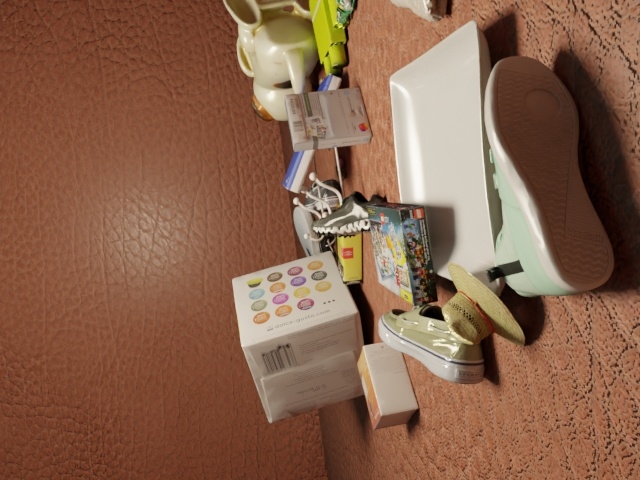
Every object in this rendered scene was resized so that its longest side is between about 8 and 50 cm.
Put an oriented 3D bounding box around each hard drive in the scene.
[{"bbox_3d":[-0.029,-0.293,1.517,0.210,0.040,0.318,-128,59,-79],"label":"hard drive"}]

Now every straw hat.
[{"bbox_3d":[0.199,0.103,0.727,0.144,0.061,0.144,52,174,8],"label":"straw hat"}]

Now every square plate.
[{"bbox_3d":[0.190,-0.112,0.825,0.347,0.049,0.343,-152,55,-79],"label":"square plate"}]

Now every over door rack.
[{"bbox_3d":[-0.002,-0.180,1.515,0.239,0.108,0.323,139,135,-71],"label":"over door rack"}]

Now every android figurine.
[{"bbox_3d":[0.021,-0.580,1.431,0.248,0.056,0.272,167,92,-82],"label":"android figurine"}]

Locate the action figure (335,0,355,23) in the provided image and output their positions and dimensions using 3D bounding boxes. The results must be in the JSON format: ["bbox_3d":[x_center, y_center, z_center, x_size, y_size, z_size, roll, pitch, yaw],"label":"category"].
[{"bbox_3d":[0.052,-0.608,1.223,0.137,0.064,0.232,-112,13,-45],"label":"action figure"}]

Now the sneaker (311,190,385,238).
[{"bbox_3d":[0.072,-0.063,1.302,0.234,0.078,0.106,-4,80,45],"label":"sneaker"}]

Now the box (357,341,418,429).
[{"bbox_3d":[0.157,0.346,1.295,0.130,0.091,0.170,96,163,-56],"label":"box"}]

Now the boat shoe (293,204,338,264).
[{"bbox_3d":[0.002,0.002,1.789,0.113,0.105,0.306,32,148,56],"label":"boat shoe"}]

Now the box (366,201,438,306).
[{"bbox_3d":[0.140,0.015,0.967,0.233,0.044,0.159,-145,46,-80],"label":"box"}]

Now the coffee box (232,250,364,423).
[{"bbox_3d":[-0.060,0.291,1.687,0.334,0.338,0.338,-113,8,-56],"label":"coffee box"}]

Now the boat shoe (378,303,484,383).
[{"bbox_3d":[0.194,0.158,0.944,0.302,0.109,0.094,-162,80,-70],"label":"boat shoe"}]

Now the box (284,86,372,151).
[{"bbox_3d":[0.016,-0.292,1.297,0.038,0.186,0.145,98,162,-67],"label":"box"}]

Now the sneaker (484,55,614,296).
[{"bbox_3d":[0.214,-0.059,0.589,0.151,0.094,0.255,106,156,-75],"label":"sneaker"}]

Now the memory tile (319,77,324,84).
[{"bbox_3d":[0.019,-0.446,1.693,0.148,0.012,0.113,-118,22,-64],"label":"memory tile"}]

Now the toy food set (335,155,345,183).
[{"bbox_3d":[0.061,-0.220,1.622,0.122,0.019,0.077,-98,5,-59],"label":"toy food set"}]

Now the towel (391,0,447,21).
[{"bbox_3d":[0.131,-0.477,0.787,0.187,0.049,0.282,-111,8,-56],"label":"towel"}]

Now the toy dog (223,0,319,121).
[{"bbox_3d":[-0.106,-0.560,1.726,0.395,0.285,0.408,59,164,19],"label":"toy dog"}]

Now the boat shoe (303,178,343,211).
[{"bbox_3d":[0.001,-0.145,1.781,0.301,0.108,0.102,167,94,-78],"label":"boat shoe"}]

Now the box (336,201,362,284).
[{"bbox_3d":[0.083,0.008,1.550,0.087,0.058,0.232,-109,14,-59],"label":"box"}]
